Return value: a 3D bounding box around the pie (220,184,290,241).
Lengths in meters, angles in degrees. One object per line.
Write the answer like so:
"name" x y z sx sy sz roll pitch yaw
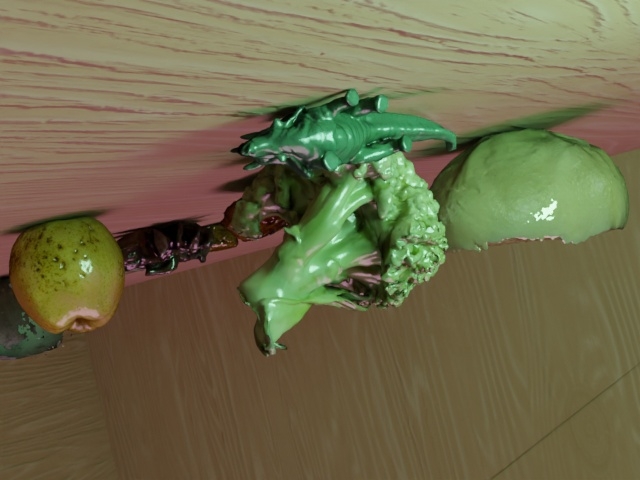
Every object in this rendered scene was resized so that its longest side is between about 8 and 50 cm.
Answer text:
"pie" -0.019 -0.067 1.675 0.308 0.085 0.308 -14 177 -1

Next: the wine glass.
"wine glass" -0.747 0.187 2.370 0.357 0.190 0.190 -11 178 6

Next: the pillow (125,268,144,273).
"pillow" -0.467 0.061 2.608 0.230 0.050 0.148 -11 174 8

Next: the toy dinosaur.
"toy dinosaur" 0.042 -0.112 1.111 0.292 0.079 0.120 -10 -178 -25

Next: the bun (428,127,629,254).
"bun" 0.339 -0.089 1.831 0.364 0.202 0.364 -7 -179 0

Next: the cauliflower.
"cauliflower" 0.003 -0.017 1.351 0.281 0.260 0.327 -16 145 -26

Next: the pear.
"pear" -0.367 0.053 1.564 0.178 0.178 0.178 -14 178 -1

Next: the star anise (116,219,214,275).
"star anise" -0.309 0.023 2.042 0.220 0.099 0.214 -13 168 -11

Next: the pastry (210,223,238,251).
"pastry" -0.228 -0.004 2.303 0.109 0.057 0.097 -17 174 39
